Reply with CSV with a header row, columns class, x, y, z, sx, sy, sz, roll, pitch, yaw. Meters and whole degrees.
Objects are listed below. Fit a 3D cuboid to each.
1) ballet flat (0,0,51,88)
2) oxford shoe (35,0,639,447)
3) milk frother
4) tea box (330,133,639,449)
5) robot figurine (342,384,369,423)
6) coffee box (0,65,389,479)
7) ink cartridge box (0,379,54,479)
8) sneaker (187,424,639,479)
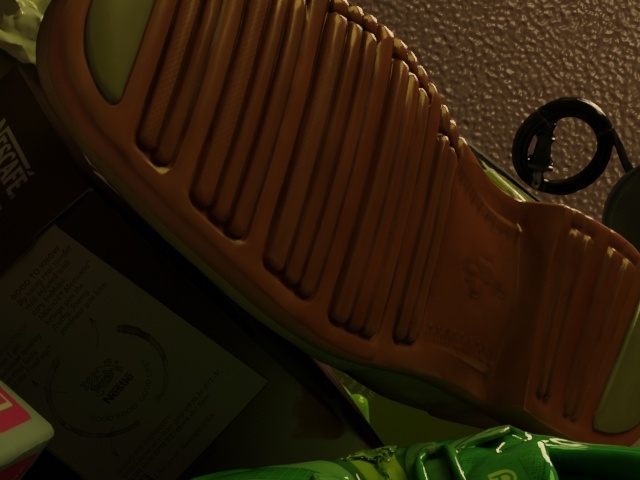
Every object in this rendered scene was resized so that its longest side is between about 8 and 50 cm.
class,x,y,z,sx,sy,sz,roll,pitch,yaw
ballet flat,-0.152,-0.065,0.988,0.409,0.147,0.147,23,7,1
oxford shoe,0.000,0.000,0.863,0.146,0.140,0.397,-1,-29,44
milk frother,0.192,-0.031,1.204,0.143,0.129,0.135,-1,0,9
tea box,0.149,0.120,1.261,0.329,0.220,0.323,34,11,-46
robot figurine,-0.019,0.105,1.093,0.101,0.067,0.115,11,-7,29
coffee box,-0.078,0.054,0.866,0.246,0.098,0.141,46,3,-34
ink cartridge box,-0.206,0.040,0.584,0.186,0.065,0.311,41,9,5
sneaker,0.039,0.123,0.775,0.295,0.123,0.109,-7,69,-42
